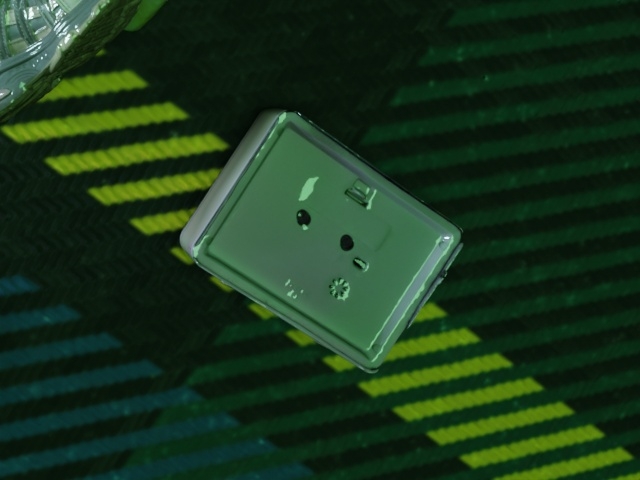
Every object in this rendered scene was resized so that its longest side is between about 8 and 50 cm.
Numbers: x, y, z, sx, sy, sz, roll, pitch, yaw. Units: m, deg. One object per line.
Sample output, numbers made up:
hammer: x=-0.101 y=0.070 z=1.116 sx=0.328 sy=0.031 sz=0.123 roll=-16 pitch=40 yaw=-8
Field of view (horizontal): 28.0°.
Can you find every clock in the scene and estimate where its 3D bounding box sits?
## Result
clock: x=0.000 y=0.000 z=1.047 sx=0.192 sy=0.071 sz=0.147 roll=33 pitch=89 yaw=-21

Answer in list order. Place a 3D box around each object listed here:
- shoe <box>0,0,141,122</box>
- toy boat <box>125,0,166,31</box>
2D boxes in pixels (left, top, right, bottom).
shoe: x=-0.211 y=-0.161 z=0.931 sx=0.180 sy=0.089 sz=0.092 roll=-36 pitch=94 yaw=23
toy boat: x=-0.104 y=-0.287 z=0.953 sx=0.111 sy=0.084 sz=0.276 roll=30 pitch=90 yaw=-19
